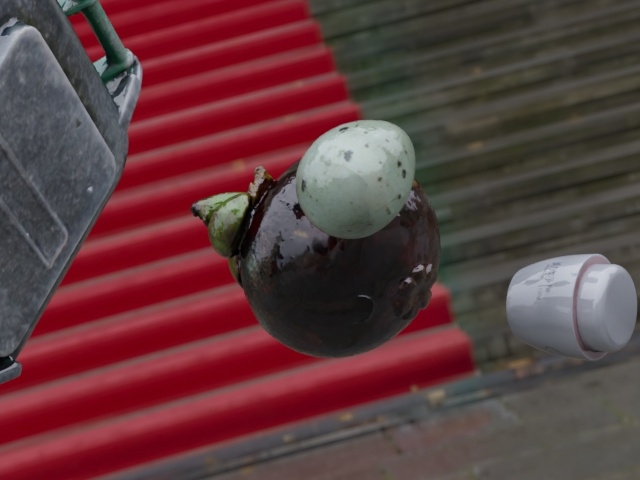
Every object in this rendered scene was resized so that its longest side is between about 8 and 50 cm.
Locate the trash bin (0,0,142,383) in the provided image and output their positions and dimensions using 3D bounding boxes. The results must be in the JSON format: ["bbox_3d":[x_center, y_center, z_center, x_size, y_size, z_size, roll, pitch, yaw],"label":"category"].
[{"bbox_3d":[-0.343,-0.088,1.116,0.381,0.259,0.295,15,63,24],"label":"trash bin"}]

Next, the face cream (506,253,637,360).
[{"bbox_3d":[0.215,0.056,1.429,0.095,0.091,0.091,2,15,36],"label":"face cream"}]

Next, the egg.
[{"bbox_3d":[0.047,-0.073,1.924,0.164,0.131,0.131,-33,17,-36],"label":"egg"}]

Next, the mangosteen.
[{"bbox_3d":[0.000,0.000,2.395,0.359,0.306,0.306,31,31,26],"label":"mangosteen"}]
